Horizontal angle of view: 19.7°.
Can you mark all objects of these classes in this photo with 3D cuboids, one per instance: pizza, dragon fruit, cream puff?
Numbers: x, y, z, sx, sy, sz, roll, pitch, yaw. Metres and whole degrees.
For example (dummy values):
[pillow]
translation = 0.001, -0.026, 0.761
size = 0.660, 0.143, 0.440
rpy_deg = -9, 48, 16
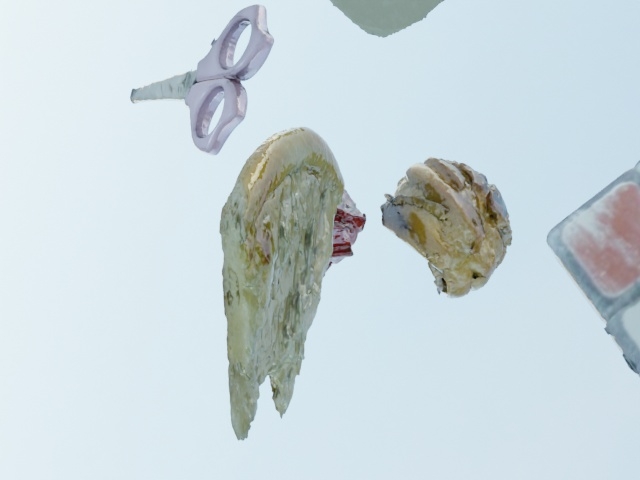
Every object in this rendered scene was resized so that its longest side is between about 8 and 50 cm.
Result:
[pizza]
translation = -0.036, 0.034, 1.496
size = 0.034, 0.181, 0.262
rpy_deg = 6, -95, 24
[dragon fruit]
translation = 0.004, 0.001, 1.782
size = 0.097, 0.063, 0.131
rpy_deg = -66, 178, -53
[cream puff]
translation = 0.115, -0.015, 1.636
size = 0.104, 0.119, 0.133
rpy_deg = -47, 174, 5

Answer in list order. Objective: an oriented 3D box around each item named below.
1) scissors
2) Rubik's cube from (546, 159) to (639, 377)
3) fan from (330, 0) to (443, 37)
[scissors]
translation = -0.093, -0.110, 1.333
size = 0.212, 0.021, 0.110
rpy_deg = -1, -111, 64
[Rubik's cube]
translation = 0.322, 0.046, 1.038
size = 0.253, 0.256, 0.259
rpy_deg = -37, -119, 10
[fan]
translation = 0.034, -0.323, 1.568
size = 0.182, 0.310, 0.010
rpy_deg = -40, -150, -20
